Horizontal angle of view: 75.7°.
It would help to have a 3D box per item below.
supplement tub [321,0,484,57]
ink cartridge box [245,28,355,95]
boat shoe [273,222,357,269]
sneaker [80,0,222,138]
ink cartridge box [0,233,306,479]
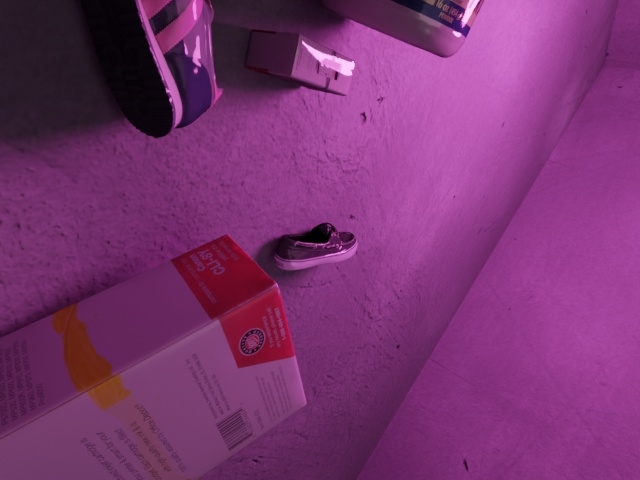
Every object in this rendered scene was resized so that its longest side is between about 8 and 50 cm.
[{"bbox_3d":[0.157,-0.456,0.572,0.236,0.235,0.324,-13,134,-48],"label":"supplement tub"},{"bbox_3d":[-0.028,-0.266,0.622,0.135,0.099,0.056,-7,116,-52],"label":"ink cartridge box"},{"bbox_3d":[0.000,0.000,0.864,0.229,0.080,0.076,-10,122,-41],"label":"boat shoe"},{"bbox_3d":[-0.177,-0.282,0.434,0.131,0.112,0.318,-49,150,-48],"label":"sneaker"},{"bbox_3d":[-0.234,0.205,0.555,0.385,0.160,0.279,-27,133,-24],"label":"ink cartridge box"}]
